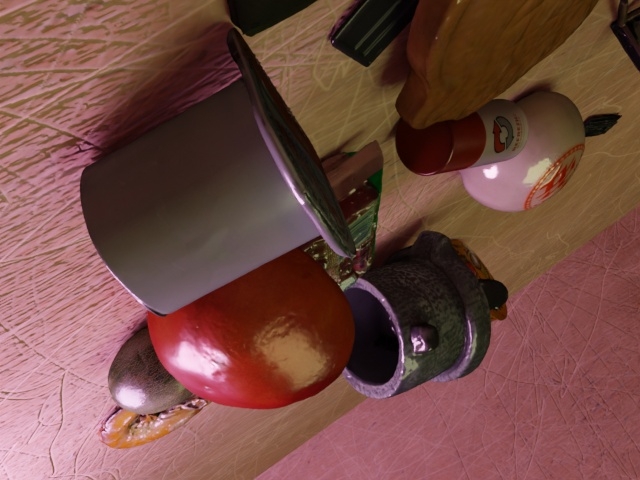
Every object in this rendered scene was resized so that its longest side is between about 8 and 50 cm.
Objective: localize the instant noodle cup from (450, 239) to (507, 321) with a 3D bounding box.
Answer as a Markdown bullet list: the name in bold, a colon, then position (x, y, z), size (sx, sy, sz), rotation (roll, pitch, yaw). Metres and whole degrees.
- **instant noodle cup**: position (0.298, 0.129, 1.709), size (0.172, 0.215, 0.216), rotation (-37, 163, 25)

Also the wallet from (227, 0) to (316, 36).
- **wallet**: position (-0.004, -0.257, 0.535), size (0.169, 0.052, 0.245), rotation (-33, 165, -13)

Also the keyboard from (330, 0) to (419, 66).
- **keyboard**: position (0.088, -0.245, 0.747), size (0.381, 0.041, 0.103), rotation (-51, 157, 16)

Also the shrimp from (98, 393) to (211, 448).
- **shrimp**: position (-0.262, 0.279, 1.264), size (0.249, 0.068, 0.150), rotation (-29, 154, -11)

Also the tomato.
- **tomato**: position (-0.092, 0.096, 0.872), size (0.259, 0.260, 0.179), rotation (105, 7, -60)

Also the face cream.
- **face cream**: position (0.205, -0.149, 1.059), size (0.214, 0.095, 0.096), rotation (-15, 151, -47)

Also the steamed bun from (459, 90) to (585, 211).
- **steamed bun**: position (0.362, -0.139, 1.283), size (0.232, 0.145, 0.231), rotation (-33, 160, -13)

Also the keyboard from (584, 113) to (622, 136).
- **keyboard**: position (0.621, -0.253, 1.673), size (0.197, 0.015, 0.074), rotation (-13, 149, -49)

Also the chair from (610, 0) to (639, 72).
- **chair**: position (0.576, -0.318, 1.169), size (0.166, 0.188, 0.272), rotation (-31, 171, 19)

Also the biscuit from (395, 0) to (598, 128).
- **biscuit**: position (0.243, -0.279, 0.835), size (0.385, 0.062, 0.365), rotation (-36, 162, -24)

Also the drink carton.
- **drink carton**: position (-0.095, -0.041, 0.650), size (0.190, 0.191, 0.185), rotation (-25, 141, 4)

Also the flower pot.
- **flower pot**: position (0.186, 0.134, 1.425), size (0.283, 0.299, 0.299), rotation (-12, 149, -35)

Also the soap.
- **soap**: position (0.001, 0.002, 1.042), size (0.218, 0.098, 0.273), rotation (-33, 160, -12)

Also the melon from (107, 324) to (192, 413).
- **melon**: position (-0.213, 0.167, 1.013), size (0.167, 0.114, 0.114), rotation (-35, 161, 12)
